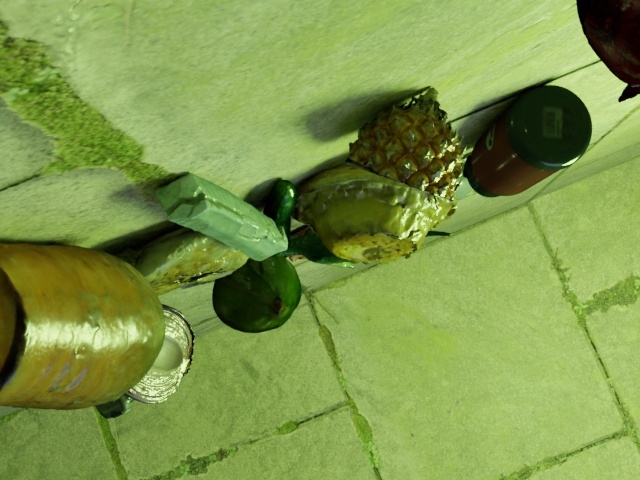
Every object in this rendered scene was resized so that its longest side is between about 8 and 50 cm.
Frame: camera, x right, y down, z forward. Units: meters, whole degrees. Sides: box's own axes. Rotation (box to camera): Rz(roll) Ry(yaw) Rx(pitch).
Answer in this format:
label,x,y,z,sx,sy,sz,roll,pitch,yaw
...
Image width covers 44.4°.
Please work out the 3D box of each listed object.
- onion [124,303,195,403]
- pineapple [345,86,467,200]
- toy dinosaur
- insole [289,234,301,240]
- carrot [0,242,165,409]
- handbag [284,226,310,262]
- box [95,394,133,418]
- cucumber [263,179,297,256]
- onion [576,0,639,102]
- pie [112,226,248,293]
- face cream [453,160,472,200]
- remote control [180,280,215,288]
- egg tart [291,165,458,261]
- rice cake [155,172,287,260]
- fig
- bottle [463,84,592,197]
label,x,y,z,sx,sy,sz,roll,pitch,yaw
onion,-0.435,0.241,1.818,0.120,0.227,0.283,-6,143,44
pineapple,0.128,-0.143,1.067,0.161,0.137,0.176,20,-174,11
toy dinosaur,0.000,0.000,1.507,0.446,0.087,0.300,-13,165,32
insole,-0.155,0.024,1.636,0.253,0.005,0.086,-18,-167,-22
carrot,-0.355,0.113,1.024,0.224,0.224,0.340,-24,168,14
handbag,0.008,-0.005,1.793,0.157,0.059,0.212,-27,169,22
box,-0.523,0.313,1.910,0.130,0.227,0.162,-34,-178,-41
cucumber,-0.072,-0.036,1.331,0.056,0.056,0.284,-20,162,-16
onion,0.346,-0.229,0.691,0.280,0.221,0.281,-26,155,-13
pie,-0.254,0.042,1.333,0.339,0.077,0.339,-23,173,-3
face cream,0.236,-0.106,1.661,0.336,0.080,0.163,-22,168,2
remote control,-0.227,0.070,1.757,0.190,0.029,0.087,-13,167,-46
egg tart,0.090,-0.034,1.348,0.294,0.116,0.295,0,164,0
rice cake,-0.129,-0.026,1.142,0.066,0.063,0.336,-24,164,13
fig,-0.123,0.121,1.657,0.195,0.196,0.245,-19,-152,-22
bottle,0.358,-0.164,1.434,0.143,0.144,0.336,-21,174,-10
